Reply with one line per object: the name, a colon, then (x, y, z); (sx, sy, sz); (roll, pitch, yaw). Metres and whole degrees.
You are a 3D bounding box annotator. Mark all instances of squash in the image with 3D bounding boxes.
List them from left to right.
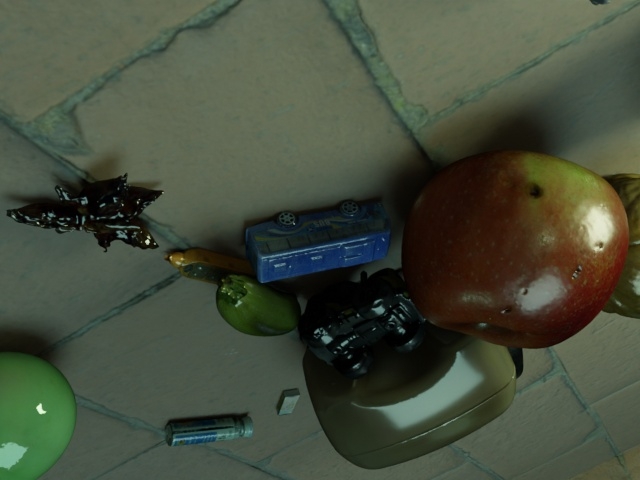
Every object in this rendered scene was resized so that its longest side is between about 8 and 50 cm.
squash: (-0.110, 0.110, 1.209); (0.094, 0.095, 0.341); (-28, 162, 9)

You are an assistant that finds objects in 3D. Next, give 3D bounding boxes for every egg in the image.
egg: (-0.524, 0.293, 1.169); (0.269, 0.220, 0.220); (-22, 144, -1)

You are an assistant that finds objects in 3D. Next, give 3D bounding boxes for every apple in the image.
apple: (0.299, 0.018, 1.155); (0.348, 0.277, 0.348); (14, 165, 4)

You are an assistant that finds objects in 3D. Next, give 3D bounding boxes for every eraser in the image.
eraser: (-0.074, 0.367, 1.667); (0.038, 0.019, 0.083); (-5, 141, -24)

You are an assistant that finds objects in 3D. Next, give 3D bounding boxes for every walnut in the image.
walnut: (0.596, 0.009, 1.363); (0.312, 0.252, 0.277); (-3, 141, -39)

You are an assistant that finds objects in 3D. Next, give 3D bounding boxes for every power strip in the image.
power strip: (-0.176, 0.046, 1.198); (0.178, 0.028, 0.049); (17, 129, -40)

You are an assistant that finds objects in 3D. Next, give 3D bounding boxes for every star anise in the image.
star anise: (-0.292, -0.044, 1.003); (0.157, 0.054, 0.212); (-37, 139, 21)

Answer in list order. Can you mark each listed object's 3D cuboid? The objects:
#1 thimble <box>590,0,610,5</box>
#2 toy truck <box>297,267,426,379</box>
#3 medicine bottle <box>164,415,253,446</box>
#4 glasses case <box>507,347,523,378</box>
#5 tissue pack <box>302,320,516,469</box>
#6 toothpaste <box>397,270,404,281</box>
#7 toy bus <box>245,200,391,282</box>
thimble: (0.353, -0.370, 0.884); (0.150, 0.098, 0.150); (-14, 142, -11)
toy truck: (0.071, 0.123, 1.293); (0.224, 0.165, 0.147); (-30, 123, 24)
medicine bottle: (-0.243, 0.419, 1.619); (0.191, 0.051, 0.051); (3, 137, -29)
glasses case: (0.438, 0.286, 1.787); (0.103, 0.067, 0.267); (-24, 143, 0)
tissue pack: (0.180, 0.273, 1.444); (0.387, 0.267, 0.277); (-28, 119, 5)
toothpaste: (0.160, 0.078, 1.407); (0.194, 0.043, 0.067); (-17, 147, 3)
toy bus: (0.000, 0.003, 1.178); (0.236, 0.094, 0.079); (-10, 142, -15)
